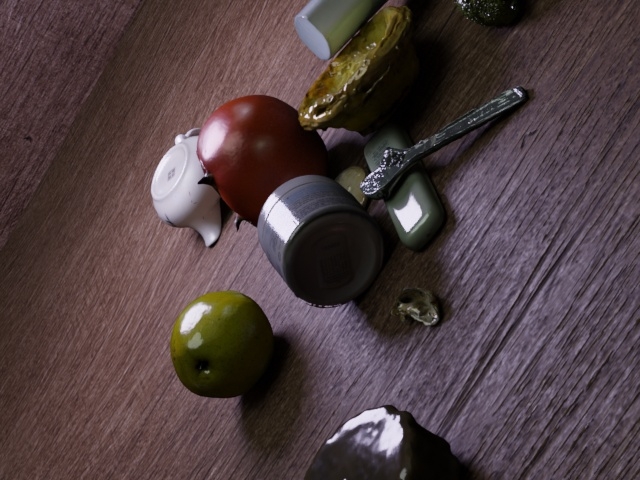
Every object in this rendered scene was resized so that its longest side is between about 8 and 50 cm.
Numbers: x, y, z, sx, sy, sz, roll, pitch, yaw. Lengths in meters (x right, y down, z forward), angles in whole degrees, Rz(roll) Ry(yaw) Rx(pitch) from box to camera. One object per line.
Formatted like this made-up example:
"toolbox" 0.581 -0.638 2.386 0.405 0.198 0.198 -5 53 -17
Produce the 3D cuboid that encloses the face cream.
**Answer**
"face cream" 0.000 0.000 1.838 0.177 0.177 0.153 -57 29 12

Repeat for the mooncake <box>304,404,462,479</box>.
"mooncake" 0.083 0.335 1.466 0.228 0.124 0.228 -40 31 31

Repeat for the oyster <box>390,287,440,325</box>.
"oyster" 0.147 0.103 1.666 0.083 0.038 0.081 52 127 33

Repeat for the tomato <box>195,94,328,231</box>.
"tomato" -0.107 -0.144 2.086 0.224 0.256 0.256 -43 31 10

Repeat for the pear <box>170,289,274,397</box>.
"pear" -0.169 0.184 1.982 0.198 0.198 0.198 -41 35 37

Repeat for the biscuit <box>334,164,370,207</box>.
"biscuit" 0.040 -0.066 1.997 0.152 0.020 0.152 -41 35 37

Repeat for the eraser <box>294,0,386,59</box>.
"eraser" 0.085 -0.468 2.070 0.290 0.104 0.189 -46 4 -4

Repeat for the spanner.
"spanner" 0.184 -0.153 1.763 0.325 0.026 0.093 -30 40 33

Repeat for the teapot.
"teapot" -0.272 -0.138 2.489 0.208 0.165 0.300 -47 23 44

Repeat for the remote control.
"remote control" 0.132 -0.096 1.843 0.090 0.038 0.309 -49 31 20

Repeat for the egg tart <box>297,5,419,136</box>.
"egg tart" 0.081 -0.277 1.970 0.294 0.123 0.294 -46 15 16

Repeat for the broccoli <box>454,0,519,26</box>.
"broccoli" 0.268 -0.399 1.798 0.120 0.130 0.131 -27 -11 -15
